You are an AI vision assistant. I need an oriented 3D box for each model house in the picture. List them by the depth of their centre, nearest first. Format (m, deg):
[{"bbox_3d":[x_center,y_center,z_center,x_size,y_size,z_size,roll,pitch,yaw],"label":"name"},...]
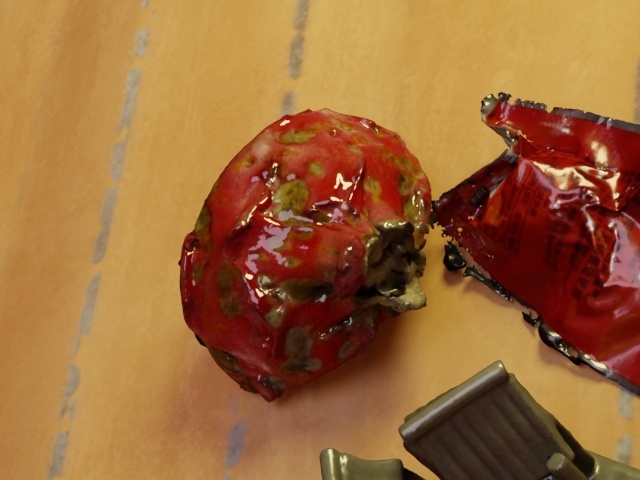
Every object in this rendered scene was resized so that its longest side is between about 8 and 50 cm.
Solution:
[{"bbox_3d":[0.106,0.178,1.121,0.229,0.188,0.122,-34,37,15],"label":"model house"}]

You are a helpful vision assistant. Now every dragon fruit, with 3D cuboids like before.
[{"bbox_3d":[0.000,0.000,1.277,0.211,0.134,0.262,13,73,52],"label":"dragon fruit"}]

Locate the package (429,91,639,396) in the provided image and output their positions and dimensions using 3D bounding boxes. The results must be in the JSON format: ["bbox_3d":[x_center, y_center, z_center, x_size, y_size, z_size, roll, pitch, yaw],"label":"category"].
[{"bbox_3d":[0.204,-0.012,1.213,0.269,0.071,0.194,34,110,41],"label":"package"}]
